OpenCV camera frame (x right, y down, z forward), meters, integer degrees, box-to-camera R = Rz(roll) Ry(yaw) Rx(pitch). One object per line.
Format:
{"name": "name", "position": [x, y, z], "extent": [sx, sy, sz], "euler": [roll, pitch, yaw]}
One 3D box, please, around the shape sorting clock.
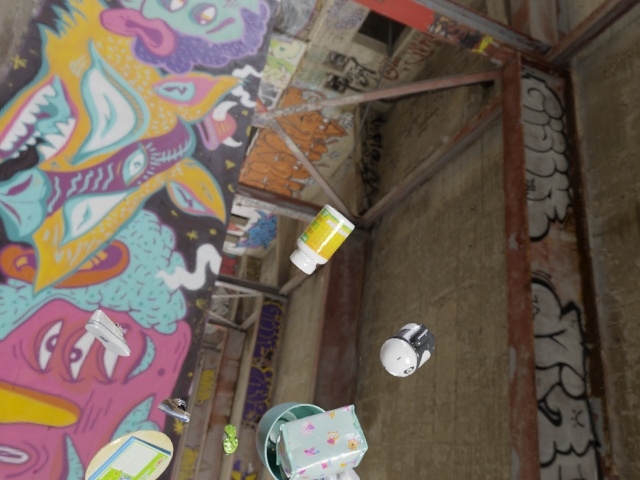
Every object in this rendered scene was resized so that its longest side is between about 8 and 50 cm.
{"name": "shape sorting clock", "position": [-0.465, 0.544, 1.244], "extent": [0.040, 0.206, 0.206], "euler": [39, -66, 51]}

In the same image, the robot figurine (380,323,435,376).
{"name": "robot figurine", "position": [0.376, 0.463, 2.161], "extent": [0.173, 0.278, 0.209], "euler": [13, -64, 38]}

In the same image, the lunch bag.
{"name": "lunch bag", "position": [-0.008, 0.585, 1.429], "extent": [0.262, 0.223, 0.160], "euler": [102, -27, -54]}

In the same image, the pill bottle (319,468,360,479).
{"name": "pill bottle", "position": [0.035, 1.044, 2.063], "extent": [0.272, 0.152, 0.152], "euler": [-42, -159, 2]}

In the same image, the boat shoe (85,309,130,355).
{"name": "boat shoe", "position": [-0.848, 0.377, 2.063], "extent": [0.267, 0.096, 0.088], "euler": [64, 31, -44]}

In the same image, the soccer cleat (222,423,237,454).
{"name": "soccer cleat", "position": [-0.361, 0.796, 2.001], "extent": [0.179, 0.060, 0.072], "euler": [-124, -127, -76]}

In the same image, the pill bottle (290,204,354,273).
{"name": "pill bottle", "position": [0.000, 0.000, 1.889], "extent": [0.246, 0.136, 0.136], "euler": [-51, -160, 5]}

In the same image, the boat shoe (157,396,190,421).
{"name": "boat shoe", "position": [-0.564, 0.651, 1.985], "extent": [0.183, 0.066, 0.066], "euler": [6, -128, 38]}

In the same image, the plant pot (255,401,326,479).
{"name": "plant pot", "position": [-0.118, 0.764, 1.960], "extent": [0.235, 0.293, 0.293], "euler": [-15, -120, 62]}
